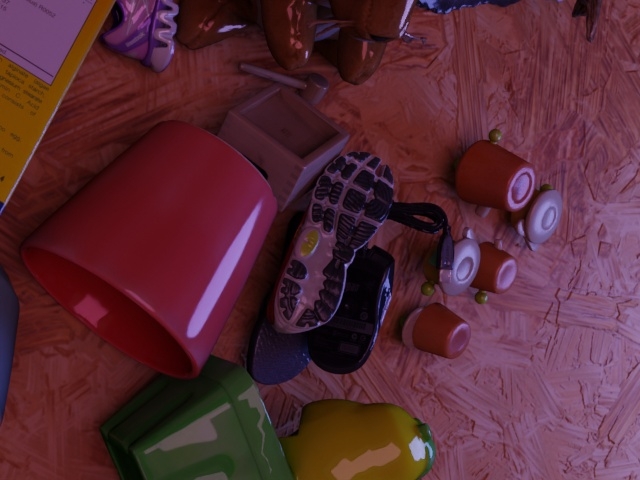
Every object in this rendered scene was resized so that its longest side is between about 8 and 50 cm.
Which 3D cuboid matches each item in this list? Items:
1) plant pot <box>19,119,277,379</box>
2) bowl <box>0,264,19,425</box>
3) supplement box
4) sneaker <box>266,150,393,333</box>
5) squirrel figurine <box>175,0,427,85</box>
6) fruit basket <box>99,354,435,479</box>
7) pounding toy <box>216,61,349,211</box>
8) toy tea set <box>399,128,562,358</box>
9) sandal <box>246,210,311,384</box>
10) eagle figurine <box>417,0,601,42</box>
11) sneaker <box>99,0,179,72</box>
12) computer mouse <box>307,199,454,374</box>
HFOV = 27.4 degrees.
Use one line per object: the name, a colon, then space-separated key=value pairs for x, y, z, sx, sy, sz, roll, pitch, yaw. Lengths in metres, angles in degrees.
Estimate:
plant pot: x=-0.199 y=-0.001 z=1.650 sx=0.275 sy=0.275 sz=0.243 roll=42 pitch=68 yaw=-19
bowl: x=-0.479 y=0.080 z=1.530 sx=0.311 sy=0.311 sz=0.163 roll=34 pitch=59 yaw=-21
supplement box: x=-0.407 y=-0.201 z=1.533 sx=0.194 sy=0.195 sz=0.357 roll=32 pitch=68 yaw=-21
sneaker: x=0.000 y=0.000 z=1.755 sx=0.107 sy=0.118 sz=0.279 roll=34 pitch=68 yaw=-11
squirrel figurine: x=0.033 y=-0.399 z=1.647 sx=0.281 sy=0.370 sz=0.397 roll=15 pitch=87 yaw=-23
fruit basket: x=-0.050 y=0.307 z=1.706 sx=0.392 sy=0.283 sz=0.392 roll=-1 pitch=94 yaw=-24
pounding toy: x=-0.058 y=-0.154 z=1.769 sx=0.181 sy=0.094 sz=0.206 roll=37 pitch=37 yaw=10
toy tea set: x=0.208 y=0.006 z=1.910 sx=0.336 sy=0.124 sz=0.200 roll=-52 pitch=140 yaw=-15
sandal: x=-0.039 y=0.083 z=1.829 sx=0.097 sy=0.054 sz=0.255 roll=28 pitch=73 yaw=-29
eagle figurine: x=0.272 y=-0.435 z=1.874 sx=0.298 sy=0.225 sz=0.226 roll=14 pitch=43 yaw=6
sneaker: x=-0.233 y=-0.340 z=1.696 sx=0.104 sy=0.095 sz=0.237 roll=8 pitch=91 yaw=-15
computer mouse: x=0.089 y=0.064 z=1.800 sx=0.184 sy=0.060 sz=0.262 roll=6 pitch=76 yaw=14
